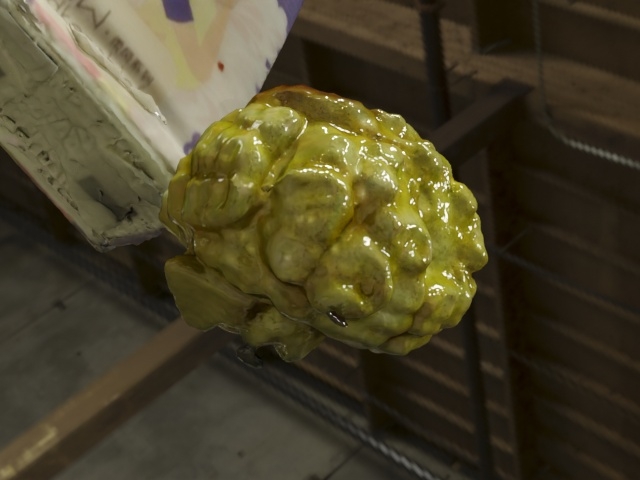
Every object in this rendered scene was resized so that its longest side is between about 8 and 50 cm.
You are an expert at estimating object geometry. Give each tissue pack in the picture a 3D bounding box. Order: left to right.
[{"bbox_3d":[-0.143,-0.188,0.909,0.125,0.343,0.242,-16,-55,34],"label":"tissue pack"}]

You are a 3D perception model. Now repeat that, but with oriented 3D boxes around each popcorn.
[{"bbox_3d":[-0.001,-0.002,0.763,0.189,0.169,0.218,-8,-28,38],"label":"popcorn"}]
